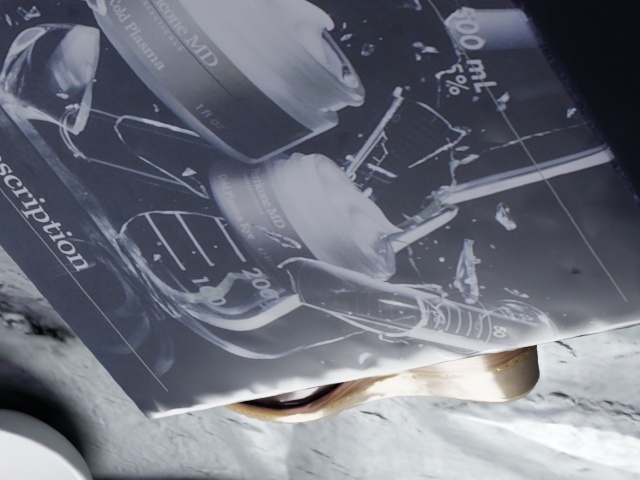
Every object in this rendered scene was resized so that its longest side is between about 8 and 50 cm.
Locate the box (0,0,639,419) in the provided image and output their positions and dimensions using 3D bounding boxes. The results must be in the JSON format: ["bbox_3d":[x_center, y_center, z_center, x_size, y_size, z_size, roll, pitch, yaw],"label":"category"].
[{"bbox_3d":[-0.025,-0.119,0.844,0.312,0.179,0.343,-15,124,36],"label":"box"}]

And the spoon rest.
[{"bbox_3d":[-0.289,0.170,1.470,0.276,0.084,0.137,6,137,25],"label":"spoon rest"}]

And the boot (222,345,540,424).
[{"bbox_3d":[0.000,0.000,1.135,0.248,0.090,0.207,-4,121,35],"label":"boot"}]
